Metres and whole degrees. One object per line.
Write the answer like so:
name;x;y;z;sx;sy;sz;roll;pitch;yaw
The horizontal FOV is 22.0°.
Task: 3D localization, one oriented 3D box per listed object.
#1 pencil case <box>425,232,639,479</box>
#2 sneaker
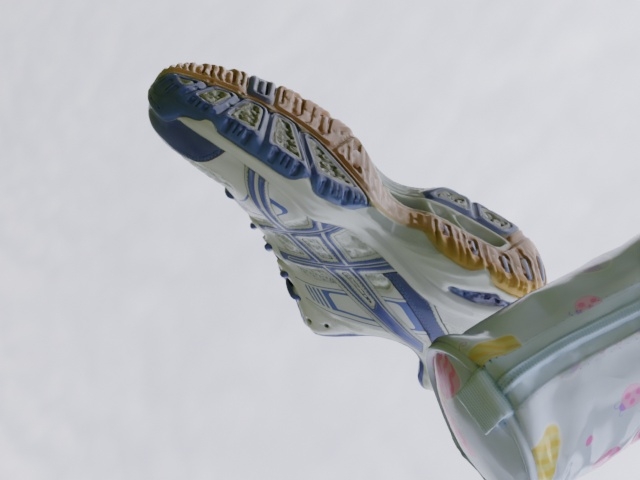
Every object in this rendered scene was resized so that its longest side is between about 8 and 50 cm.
pencil case;0.196;0.049;0.950;0.113;0.273;0.124;61;-14;6
sneaker;0.000;0.000;1.088;0.131;0.296;0.112;-54;-171;27
